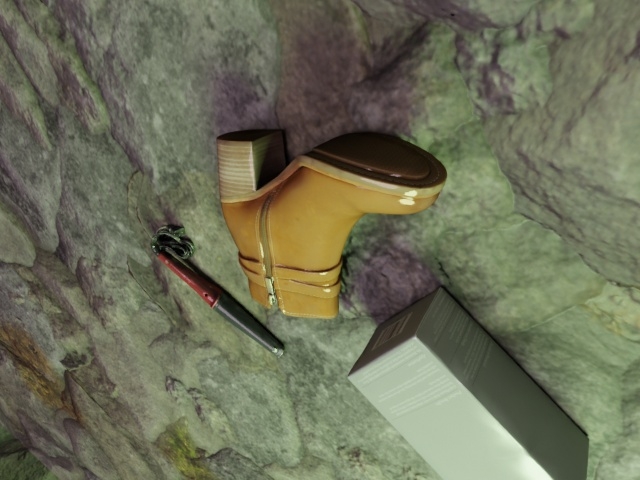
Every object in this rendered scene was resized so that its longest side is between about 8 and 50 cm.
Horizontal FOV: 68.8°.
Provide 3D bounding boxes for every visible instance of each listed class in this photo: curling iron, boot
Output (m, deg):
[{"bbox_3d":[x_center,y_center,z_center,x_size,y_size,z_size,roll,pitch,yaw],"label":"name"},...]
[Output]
[{"bbox_3d":[-0.159,0.080,0.709,0.274,0.035,0.068,46,131,4],"label":"curling iron"},{"bbox_3d":[0.000,0.000,0.509,0.283,0.109,0.220,10,119,31],"label":"boot"}]

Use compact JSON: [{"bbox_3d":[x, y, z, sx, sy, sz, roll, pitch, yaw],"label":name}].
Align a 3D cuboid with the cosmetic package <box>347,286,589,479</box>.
[{"bbox_3d":[0.161,0.186,0.517,0.238,0.107,0.127,46,131,-1],"label":"cosmetic package"}]
